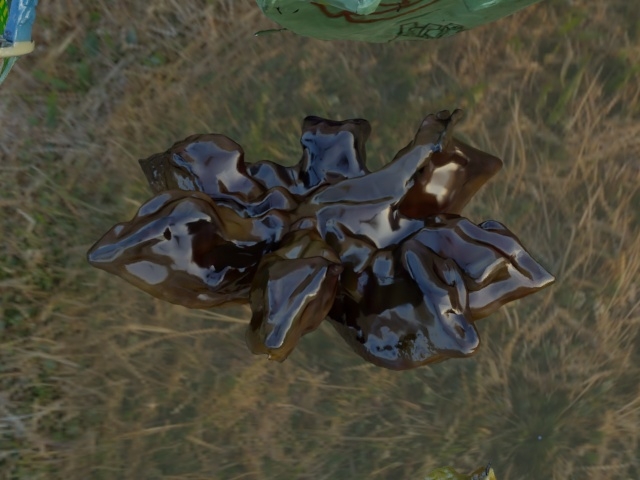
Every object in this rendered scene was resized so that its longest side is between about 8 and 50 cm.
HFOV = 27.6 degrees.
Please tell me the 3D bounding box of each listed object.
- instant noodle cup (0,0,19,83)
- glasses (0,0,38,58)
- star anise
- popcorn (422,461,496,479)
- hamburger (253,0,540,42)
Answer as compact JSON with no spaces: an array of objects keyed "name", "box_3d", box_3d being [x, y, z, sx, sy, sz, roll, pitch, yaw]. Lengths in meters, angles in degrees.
[{"name":"instant noodle cup","box_3d":[-0.377,-0.146,1.158,0.207,0.232,0.207,-3,124,-5]},{"name":"glasses","box_3d":[-0.219,-0.202,0.711,0.190,0.088,0.220,16,84,13]},{"name":"star anise","box_3d":[0.000,0.000,0.466,0.168,0.168,0.057,5,126,10]},{"name":"popcorn","box_3d":[0.126,0.223,1.119,0.084,0.084,0.084,-1,81,9]},{"name":"hamburger","box_3d":[0.069,-0.190,0.795,0.276,0.260,0.150,-25,69,17]}]
